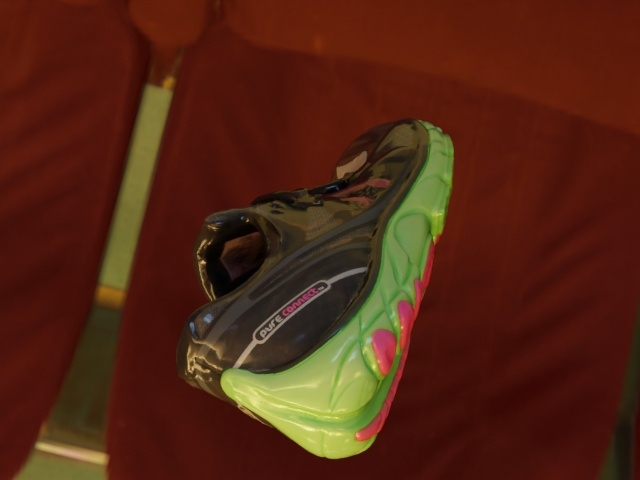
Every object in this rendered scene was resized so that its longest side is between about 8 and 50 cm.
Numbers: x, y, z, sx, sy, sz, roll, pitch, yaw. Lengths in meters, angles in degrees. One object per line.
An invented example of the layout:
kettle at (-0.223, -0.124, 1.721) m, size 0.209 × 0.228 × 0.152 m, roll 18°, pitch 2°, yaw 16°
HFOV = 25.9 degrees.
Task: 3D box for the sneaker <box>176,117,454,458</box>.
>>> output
sneaker at (0.000, 0.000, 1.219) m, size 0.202 × 0.483 × 0.185 m, roll 16°, pitch 114°, yaw 5°
